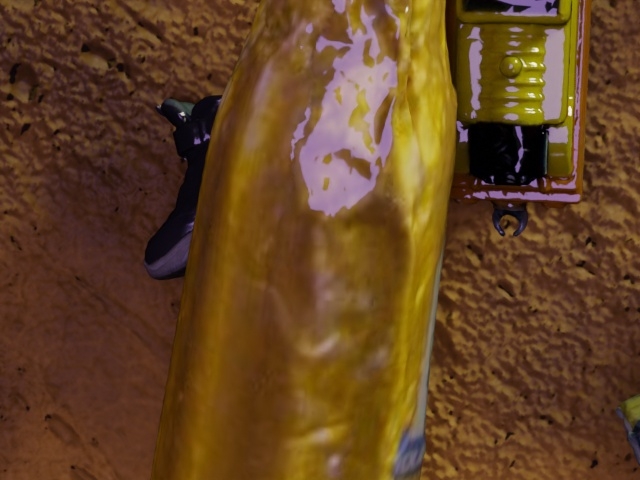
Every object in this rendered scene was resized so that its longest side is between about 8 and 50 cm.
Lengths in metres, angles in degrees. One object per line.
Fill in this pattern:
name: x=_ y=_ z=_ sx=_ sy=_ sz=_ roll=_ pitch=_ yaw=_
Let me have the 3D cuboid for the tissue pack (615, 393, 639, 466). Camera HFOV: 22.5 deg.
tissue pack: x=0.321 y=0.129 z=0.896 sx=0.257 sy=0.081 sz=0.185 roll=-24 pitch=96 yaw=6

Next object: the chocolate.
chocolate: x=0.000 y=0.000 z=0.883 sx=0.162 sy=0.162 sz=0.445 roll=12 pitch=111 yaw=7

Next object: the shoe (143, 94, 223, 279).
shoe: x=-0.061 y=-0.054 z=0.991 sx=0.169 sy=0.071 sz=0.099 roll=-44 pitch=85 yaw=6

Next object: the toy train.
toy train: x=0.112 y=-0.110 z=0.929 sx=0.089 sy=0.127 sz=0.219 roll=4 pitch=94 yaw=9
